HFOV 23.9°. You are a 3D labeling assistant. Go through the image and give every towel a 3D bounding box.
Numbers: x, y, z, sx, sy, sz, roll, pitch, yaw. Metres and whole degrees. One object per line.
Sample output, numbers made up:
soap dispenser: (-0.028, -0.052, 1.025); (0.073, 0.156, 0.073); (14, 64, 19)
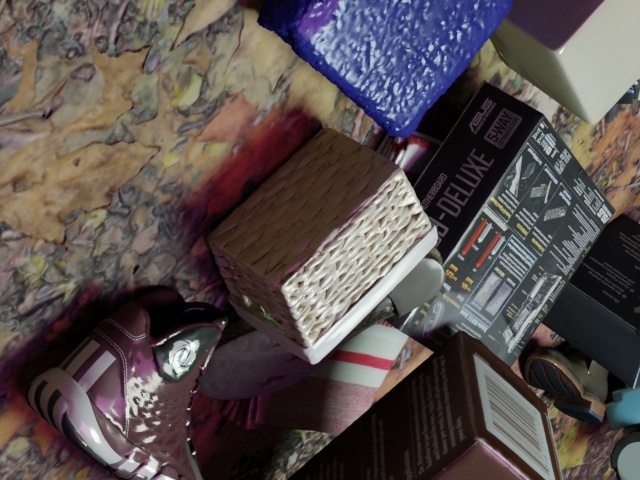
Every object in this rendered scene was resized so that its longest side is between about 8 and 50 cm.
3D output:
towel: (0.093, -0.252, 1.226); (0.308, 0.076, 0.227); (-54, 142, 1)
towel: (0.054, 0.052, 1.503); (0.237, 0.037, 0.329); (14, 109, -58)

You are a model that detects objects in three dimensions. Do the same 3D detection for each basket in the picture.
basket: (0.000, 0.000, 1.294); (0.167, 0.113, 0.103); (-45, 141, -17)

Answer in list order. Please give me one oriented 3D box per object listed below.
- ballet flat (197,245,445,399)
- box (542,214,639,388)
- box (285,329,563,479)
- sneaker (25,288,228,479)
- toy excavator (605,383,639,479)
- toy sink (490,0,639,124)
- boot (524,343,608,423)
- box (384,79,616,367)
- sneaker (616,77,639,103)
ballet flat: (-0.005, 0.066, 1.363); (0.250, 0.058, 0.084); (-29, 131, 4)
box: (0.377, 0.072, 1.845); (0.158, 0.156, 0.093); (-31, 144, -33)
box: (0.050, 0.286, 1.441); (0.381, 0.191, 0.143); (-41, 110, 19)
sneaker: (-0.120, 0.139, 1.288); (0.162, 0.106, 0.281); (-51, 149, -11)
toy excavator: (0.561, 0.100, 2.092); (0.433, 0.445, 0.222); (-24, 172, 39)
toy sink: (0.266, -0.254, 1.394); (0.234, 0.131, 0.153); (-48, 149, -1)
boot: (0.326, 0.154, 1.964); (0.219, 0.082, 0.106); (46, 60, -55)
box: (0.171, 0.008, 1.524); (0.242, 0.076, 0.307); (-56, 152, 0)
sneaker: (0.308, -0.242, 1.518); (0.079, 0.121, 0.217); (-57, 140, -75)
